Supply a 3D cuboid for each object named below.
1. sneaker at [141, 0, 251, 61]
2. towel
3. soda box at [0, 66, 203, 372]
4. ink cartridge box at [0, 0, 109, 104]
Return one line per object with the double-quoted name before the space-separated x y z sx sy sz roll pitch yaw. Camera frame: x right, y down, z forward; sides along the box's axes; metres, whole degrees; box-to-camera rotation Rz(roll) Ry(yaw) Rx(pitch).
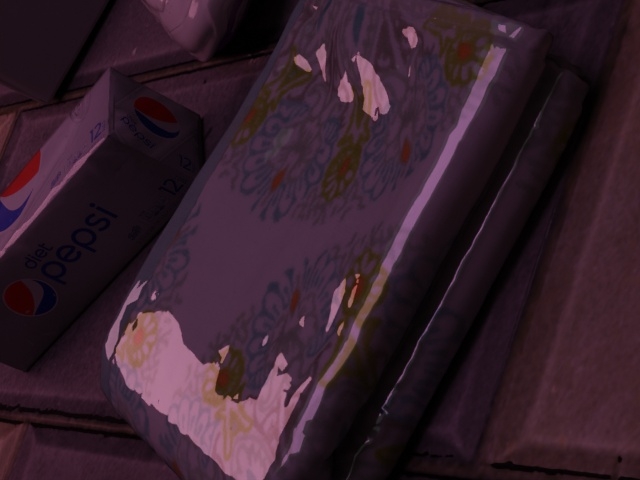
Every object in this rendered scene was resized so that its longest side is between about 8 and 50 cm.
"sneaker" -0.149 -0.241 1.685 0.114 0.152 0.305 -67 26 12
"towel" 0.000 0.000 1.296 0.374 0.090 0.320 -62 27 3
"soda box" -0.220 -0.013 1.674 0.286 0.098 0.091 -45 33 33
"ink cartridge box" -0.329 -0.341 2.073 0.279 0.160 0.384 -60 28 6
